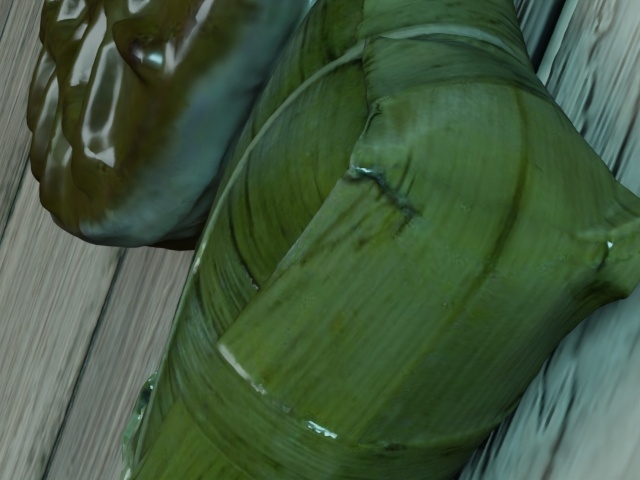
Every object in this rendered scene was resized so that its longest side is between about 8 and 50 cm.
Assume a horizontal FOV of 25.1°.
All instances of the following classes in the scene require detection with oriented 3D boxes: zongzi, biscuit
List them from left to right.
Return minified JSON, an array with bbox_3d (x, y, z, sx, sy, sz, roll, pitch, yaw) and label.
[{"bbox_3d":[-0.045,-0.149,0.649,0.332,0.103,0.332,-48,33,46],"label":"biscuit"},{"bbox_3d":[0.000,0.002,0.448,0.205,0.094,0.204,-58,22,34],"label":"zongzi"}]
